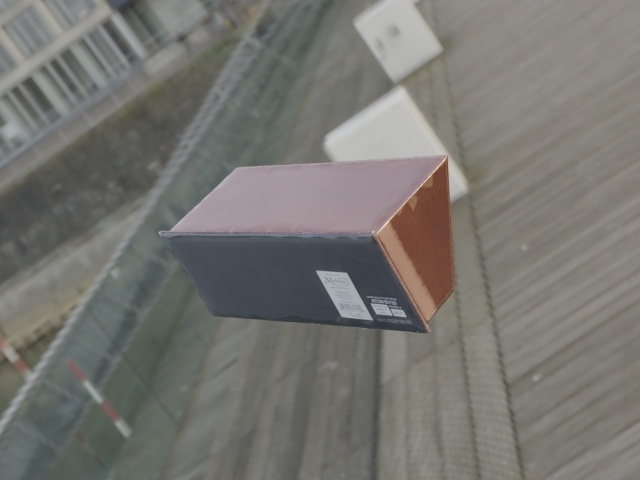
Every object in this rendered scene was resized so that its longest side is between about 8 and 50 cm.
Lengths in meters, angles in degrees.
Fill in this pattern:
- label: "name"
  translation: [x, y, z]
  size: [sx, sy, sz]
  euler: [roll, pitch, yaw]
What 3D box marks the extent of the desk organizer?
- label: "desk organizer"
  translation: [0.000, 0.000, 0.541]
  size: [0.130, 0.047, 0.050]
  euler: [1, 39, 49]
